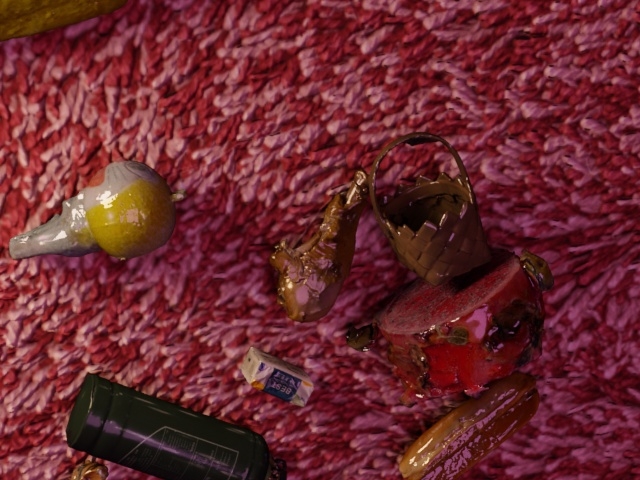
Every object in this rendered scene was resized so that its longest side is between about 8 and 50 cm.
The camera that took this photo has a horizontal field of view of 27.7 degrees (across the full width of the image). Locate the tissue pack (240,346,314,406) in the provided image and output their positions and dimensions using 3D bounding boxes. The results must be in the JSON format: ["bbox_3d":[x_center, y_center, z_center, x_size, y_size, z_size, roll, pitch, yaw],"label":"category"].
[{"bbox_3d":[-0.055,0.175,1.656,0.083,0.062,0.042,25,95,-22],"label":"tissue pack"}]

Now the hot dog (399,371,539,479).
[{"bbox_3d":[0.207,0.254,1.755,0.235,0.062,0.092,-35,128,-9],"label":"hot dog"}]

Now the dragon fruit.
[{"bbox_3d":[0.181,0.119,1.641,0.282,0.211,0.147,-25,107,21],"label":"dragon fruit"}]

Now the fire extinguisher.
[{"bbox_3d":[-0.166,0.266,1.641,0.311,0.095,0.114,22,144,-19],"label":"fire extinguisher"}]

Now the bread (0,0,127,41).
[{"bbox_3d":[-0.385,-0.278,1.385,0.383,0.112,0.166,-16,123,-10],"label":"bread"}]

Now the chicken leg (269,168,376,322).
[{"bbox_3d":[0.003,0.001,1.615,0.101,0.085,0.208,27,89,-8],"label":"chicken leg"}]

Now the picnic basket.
[{"bbox_3d":[0.130,-0.046,1.597,0.128,0.138,0.179,-23,114,-14],"label":"picnic basket"}]

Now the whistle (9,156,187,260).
[{"bbox_3d":[-0.263,-0.031,1.516,0.223,0.123,0.123,-15,111,6],"label":"whistle"}]

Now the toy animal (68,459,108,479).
[{"bbox_3d":[-0.255,0.402,1.665,0.255,0.114,0.116,49,47,-27],"label":"toy animal"}]
